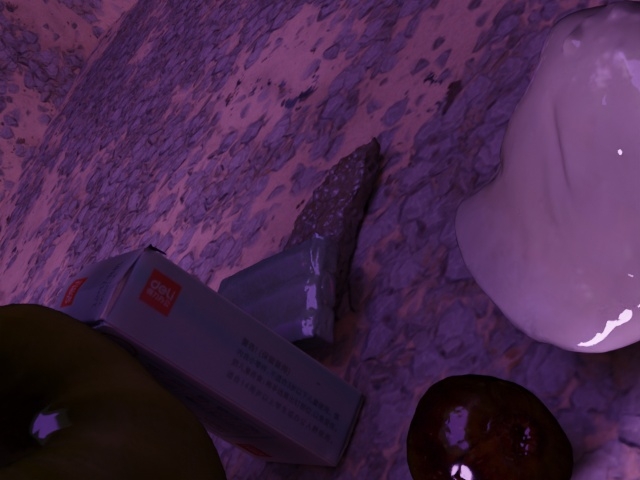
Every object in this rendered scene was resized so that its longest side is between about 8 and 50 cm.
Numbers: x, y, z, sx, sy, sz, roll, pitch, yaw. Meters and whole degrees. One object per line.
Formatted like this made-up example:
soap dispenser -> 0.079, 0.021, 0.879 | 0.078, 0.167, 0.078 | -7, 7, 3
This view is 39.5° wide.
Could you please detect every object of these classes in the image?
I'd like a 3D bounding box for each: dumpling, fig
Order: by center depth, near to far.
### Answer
dumpling -> 0.203, -0.040, 0.595 | 0.243, 0.187, 0.318 | -48, 31, 3
fig -> 0.108, 0.152, 0.631 | 0.154, 0.103, 0.109 | 114, 135, -65

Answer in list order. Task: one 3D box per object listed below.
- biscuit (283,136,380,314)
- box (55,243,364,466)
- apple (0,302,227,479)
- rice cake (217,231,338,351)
biscuit -> -0.001, -0.002, 1.037 | 0.133, 0.032, 0.250 | -22, 42, 47
box -> -0.100, 0.111, 0.804 | 0.135, 0.269, 0.079 | -16, 44, 52
apple -> -0.260, 0.283, 0.635 | 0.474, 0.474, 0.473 | -37, 31, 28
rice cake -> -0.057, 0.077, 0.971 | 0.237, 0.043, 0.127 | -28, 51, 54
